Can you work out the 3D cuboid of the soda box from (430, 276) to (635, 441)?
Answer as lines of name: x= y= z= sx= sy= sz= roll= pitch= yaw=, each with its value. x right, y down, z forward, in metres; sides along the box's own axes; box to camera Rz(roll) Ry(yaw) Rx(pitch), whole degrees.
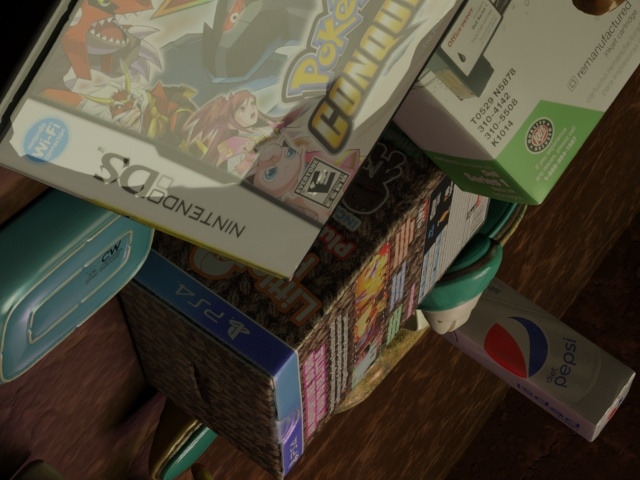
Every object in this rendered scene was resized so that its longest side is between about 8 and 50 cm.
soda box: x=0.260 y=0.134 z=1.925 sx=0.091 sy=0.286 sz=0.098 roll=-51 pitch=164 yaw=-11

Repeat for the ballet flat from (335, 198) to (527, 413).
ballet flat: x=0.087 y=0.050 z=1.534 sx=0.348 sy=0.123 sz=0.123 roll=-43 pitch=161 yaw=-24

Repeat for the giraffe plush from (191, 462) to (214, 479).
giraffe plush: x=-0.158 y=0.311 z=1.301 sx=0.170 sy=0.181 sz=0.210 roll=-16 pitch=154 yaw=-35

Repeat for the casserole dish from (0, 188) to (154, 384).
casserole dish: x=-0.156 y=0.018 z=0.897 sx=0.188 sy=0.037 sz=0.114 roll=-45 pitch=162 yaw=-39

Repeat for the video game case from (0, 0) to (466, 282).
video game case: x=-0.030 y=-0.128 z=0.787 sx=0.248 sy=0.035 sz=0.275 roll=24 pitch=101 yaw=-48

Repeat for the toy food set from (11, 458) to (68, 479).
toy food set: x=-0.174 y=0.252 z=0.932 sx=0.220 sy=0.306 sz=0.092 roll=-50 pitch=122 yaw=-22

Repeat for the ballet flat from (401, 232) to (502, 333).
ballet flat: x=0.093 y=0.041 z=1.357 sx=0.083 sy=0.087 sz=0.247 roll=-35 pitch=-162 yaw=-28

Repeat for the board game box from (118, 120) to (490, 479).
board game box: x=0.000 y=0.000 z=1.132 sx=0.291 sy=0.141 sz=0.232 roll=-50 pitch=164 yaw=-20

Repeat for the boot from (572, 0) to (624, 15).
boot: x=0.205 y=-0.317 z=0.899 sx=0.264 sy=0.096 sz=0.280 roll=-47 pitch=123 yaw=-30

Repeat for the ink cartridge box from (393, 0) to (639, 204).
ink cartridge box: x=0.094 y=-0.153 z=0.961 sx=0.219 sy=0.092 sz=0.160 roll=42 pitch=78 yaw=-30

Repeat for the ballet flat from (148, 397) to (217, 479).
ballet flat: x=-0.076 y=0.105 z=1.258 sx=0.232 sy=0.073 sz=0.080 roll=-42 pitch=165 yaw=-23
